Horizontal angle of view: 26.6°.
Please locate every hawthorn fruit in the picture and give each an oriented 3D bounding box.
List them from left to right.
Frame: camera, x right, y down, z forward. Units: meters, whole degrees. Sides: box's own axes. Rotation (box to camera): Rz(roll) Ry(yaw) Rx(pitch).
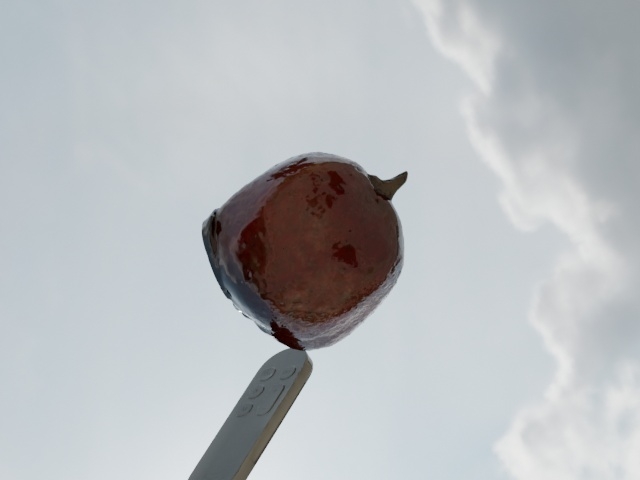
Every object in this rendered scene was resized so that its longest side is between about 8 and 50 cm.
[{"bbox_3d":[0.000,0.000,1.518,0.215,0.249,0.215,47,-172,-9],"label":"hawthorn fruit"}]

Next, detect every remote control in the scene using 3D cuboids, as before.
[{"bbox_3d":[-0.081,0.215,1.575,0.022,0.077,0.245,56,-134,-24],"label":"remote control"}]
